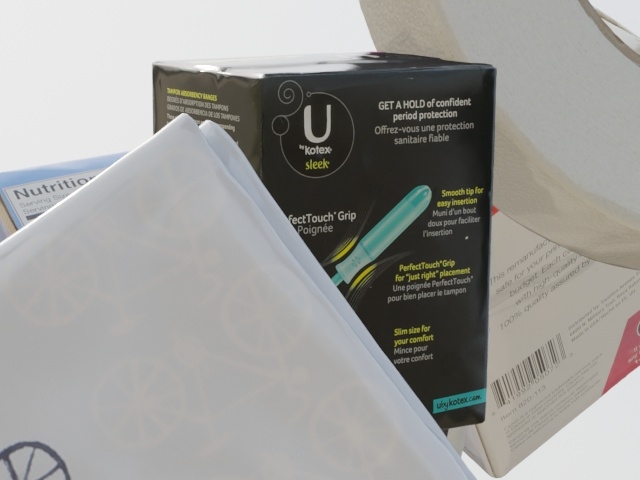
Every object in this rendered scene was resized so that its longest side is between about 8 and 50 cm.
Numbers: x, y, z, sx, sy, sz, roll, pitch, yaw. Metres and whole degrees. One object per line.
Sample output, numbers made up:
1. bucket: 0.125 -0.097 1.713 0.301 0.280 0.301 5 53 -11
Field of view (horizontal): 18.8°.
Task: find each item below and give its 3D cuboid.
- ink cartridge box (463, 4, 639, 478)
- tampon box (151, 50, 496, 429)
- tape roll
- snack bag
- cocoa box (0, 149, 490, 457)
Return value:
1. ink cartridge box: 0.136 -0.005 1.317 0.117 0.207 0.283 42 -18 41
2. tampon box: 0.000 0.000 0.851 0.120 0.161 0.101 -5 11 -31
3. tape roll: 0.195 -0.176 1.103 0.392 0.392 0.072 35 -24 -16
4. snack bag: -0.059 0.174 0.635 0.342 0.323 0.037 54 -22 1
5. cocoa box: -0.070 0.135 1.194 0.228 0.231 0.347 54 -34 43
